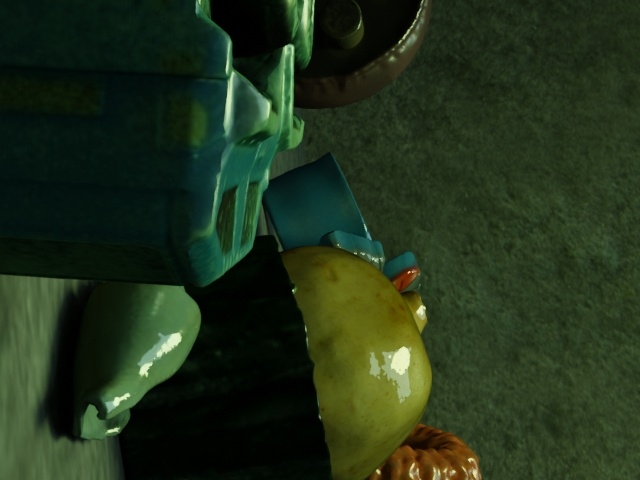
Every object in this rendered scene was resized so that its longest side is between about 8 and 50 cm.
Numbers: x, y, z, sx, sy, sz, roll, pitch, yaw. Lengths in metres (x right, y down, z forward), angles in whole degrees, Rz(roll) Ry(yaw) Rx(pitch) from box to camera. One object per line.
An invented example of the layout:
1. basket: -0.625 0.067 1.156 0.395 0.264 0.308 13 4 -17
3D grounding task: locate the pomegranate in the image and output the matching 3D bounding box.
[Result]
1. pomegranate: -0.013 0.110 1.016 0.233 0.233 0.233 -5 90 -87

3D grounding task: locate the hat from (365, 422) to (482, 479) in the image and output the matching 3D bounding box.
1. hat: 0.035 0.421 1.486 0.285 0.285 0.400 53 51 -85

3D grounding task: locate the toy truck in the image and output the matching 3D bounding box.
1. toy truck: -0.084 -0.068 0.497 0.279 0.155 0.156 -66 160 -86

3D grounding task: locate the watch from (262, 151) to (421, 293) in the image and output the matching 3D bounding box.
1. watch: 0.000 0.000 1.756 0.305 0.241 0.274 74 -6 -65

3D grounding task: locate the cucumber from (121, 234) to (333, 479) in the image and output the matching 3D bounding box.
1. cucumber: -0.060 0.099 0.807 0.191 0.130 0.191 -6 90 -88

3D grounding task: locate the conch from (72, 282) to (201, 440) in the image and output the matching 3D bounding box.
1. conch: -0.112 0.059 0.659 0.065 0.088 0.180 39 24 -12

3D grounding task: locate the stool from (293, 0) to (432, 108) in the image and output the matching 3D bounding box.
1. stool: -0.011 -0.305 1.335 0.178 0.272 0.272 55 29 -73
